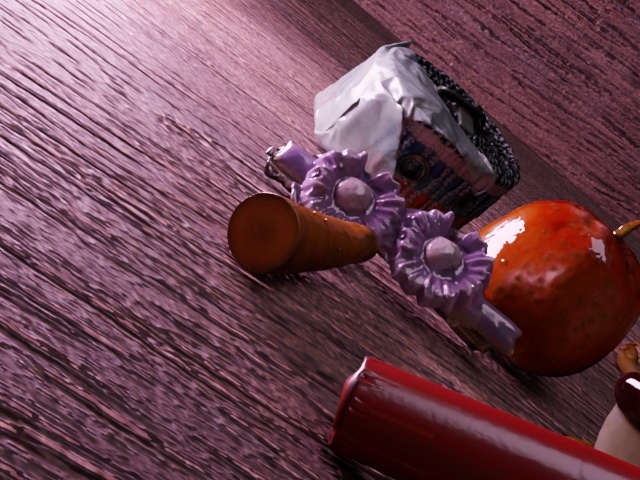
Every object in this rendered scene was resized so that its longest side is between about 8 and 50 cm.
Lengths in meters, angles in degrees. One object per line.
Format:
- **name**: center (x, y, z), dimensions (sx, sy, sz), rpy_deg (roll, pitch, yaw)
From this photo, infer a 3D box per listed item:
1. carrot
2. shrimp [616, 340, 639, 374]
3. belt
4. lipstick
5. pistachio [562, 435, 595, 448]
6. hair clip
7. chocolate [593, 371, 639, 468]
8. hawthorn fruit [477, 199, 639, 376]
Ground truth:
- **carrot**: center (0.000, 0.000, 0.910), dimensions (0.061, 0.061, 0.210), rpy_deg (48, 15, 19)
- **shrimp**: center (0.455, 0.186, 1.555), dimensions (0.133, 0.053, 0.236), rpy_deg (18, 24, -9)
- **belt**: center (0.114, -0.112, 1.322), dimensions (0.257, 0.150, 0.207), rpy_deg (24, 34, -46)
- **lipstick**: center (0.139, 0.151, 0.684), dimensions (0.280, 0.073, 0.073), rpy_deg (23, 15, 4)
- **pistachio**: center (0.213, 0.194, 0.925), dimensions (0.089, 0.049, 0.173), rpy_deg (50, 17, 26)
- **hair clip**: center (0.070, 0.000, 1.052), dimensions (0.292, 0.084, 0.106), rpy_deg (39, 59, -2)
- **chocolate**: center (0.315, 0.197, 0.792), dimensions (0.186, 0.283, 0.283), rpy_deg (11, 34, -48)
- **hawthorn fruit**: center (0.241, 0.036, 1.134), dimensions (0.179, 0.200, 0.179), rpy_deg (39, 21, -19)
